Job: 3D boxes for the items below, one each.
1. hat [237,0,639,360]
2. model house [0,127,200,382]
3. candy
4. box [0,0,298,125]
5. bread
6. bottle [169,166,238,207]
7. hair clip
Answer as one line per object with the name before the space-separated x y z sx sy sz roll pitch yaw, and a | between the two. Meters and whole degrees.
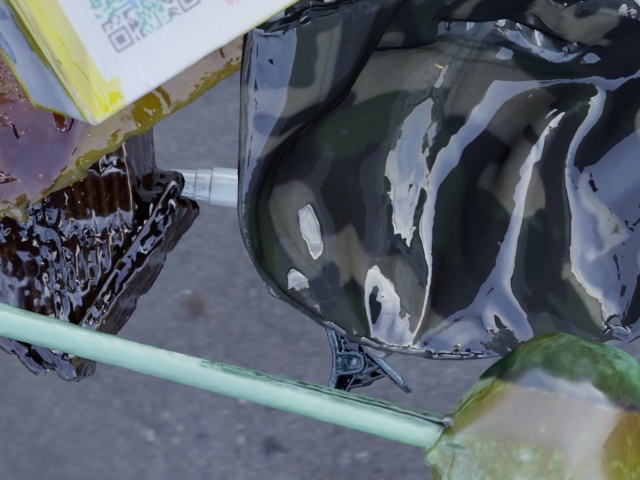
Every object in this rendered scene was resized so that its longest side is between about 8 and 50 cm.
hat | 0.113 -0.138 1.141 0.257 0.366 0.382 -33 39 45
model house | -0.257 -0.008 1.739 0.297 0.317 0.282 -13 92 -2
candy | -0.009 0.033 0.443 0.061 0.202 0.061 -163 90 -73
box | -0.027 -0.160 0.835 0.265 0.168 0.097 -33 104 -13
bread | -0.149 -0.119 1.280 0.271 0.077 0.139 -30 83 14
bottle | -0.041 -0.045 1.873 0.217 0.060 0.060 5 93 1
hair clip | 0.013 0.019 1.476 0.070 0.039 0.229 -17 65 11
